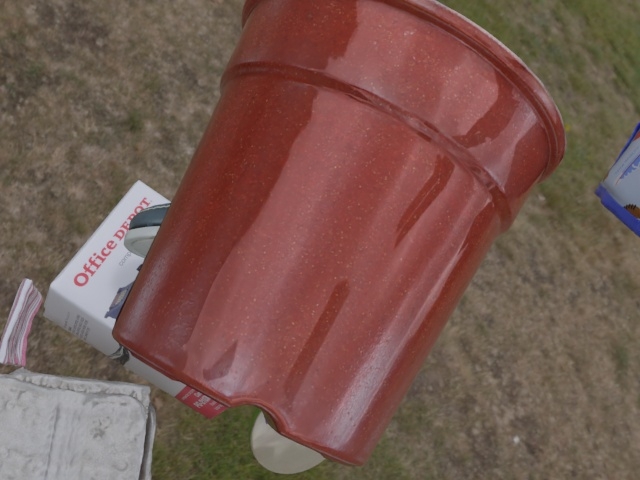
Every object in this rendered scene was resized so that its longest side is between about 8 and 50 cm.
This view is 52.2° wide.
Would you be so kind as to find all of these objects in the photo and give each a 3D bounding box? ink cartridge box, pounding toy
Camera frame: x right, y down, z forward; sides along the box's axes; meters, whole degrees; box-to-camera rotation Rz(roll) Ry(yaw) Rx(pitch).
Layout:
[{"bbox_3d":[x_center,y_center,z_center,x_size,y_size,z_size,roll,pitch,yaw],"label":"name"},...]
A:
[{"bbox_3d":[-0.175,0.071,0.777,0.237,0.100,0.172,35,57,-8],"label":"ink cartridge box"},{"bbox_3d":[-0.032,0.318,1.204,0.236,0.110,0.183,9,105,-27],"label":"pounding toy"}]

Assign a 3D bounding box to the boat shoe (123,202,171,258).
[{"bbox_3d":[-0.046,-0.035,0.700,0.319,0.116,0.099,-5,70,-7],"label":"boat shoe"}]

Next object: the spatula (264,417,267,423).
[{"bbox_3d":[-0.106,0.188,0.959,0.296,0.030,0.084,63,33,-51],"label":"spatula"}]

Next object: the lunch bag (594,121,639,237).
[{"bbox_3d":[0.505,-0.078,0.650,0.238,0.328,0.385,15,25,-34],"label":"lunch bag"}]

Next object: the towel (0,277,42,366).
[{"bbox_3d":[-0.525,0.149,1.153,0.029,0.197,0.144,15,73,-15],"label":"towel"}]

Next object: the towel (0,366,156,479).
[{"bbox_3d":[-0.274,0.275,0.652,0.187,0.049,0.282,7,73,3],"label":"towel"}]

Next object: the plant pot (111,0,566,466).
[{"bbox_3d":[0.000,0.000,0.487,0.272,0.272,0.265,32,77,-20],"label":"plant pot"}]
